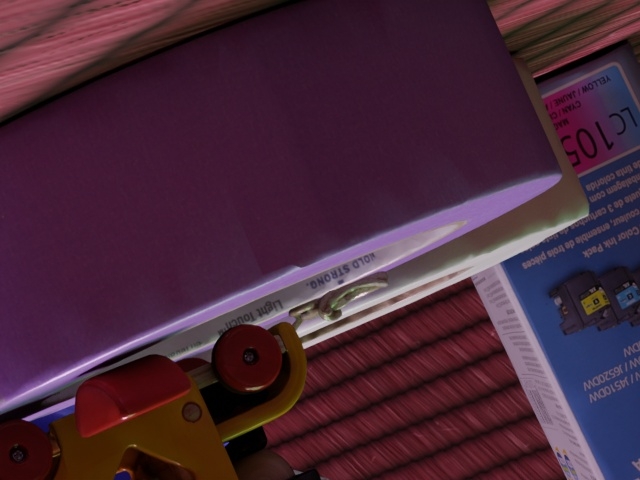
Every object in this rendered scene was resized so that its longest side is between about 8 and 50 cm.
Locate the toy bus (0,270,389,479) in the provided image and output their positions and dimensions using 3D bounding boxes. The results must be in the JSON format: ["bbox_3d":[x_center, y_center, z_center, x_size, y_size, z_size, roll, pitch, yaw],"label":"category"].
[{"bbox_3d":[-0.067,0.106,0.743,0.202,0.104,0.191,-25,176,23],"label":"toy bus"}]

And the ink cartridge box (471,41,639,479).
[{"bbox_3d":[0.219,0.087,1.277,0.151,0.395,0.270,-24,176,0],"label":"ink cartridge box"}]

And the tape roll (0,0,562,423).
[{"bbox_3d":[-0.045,-0.009,0.749,0.275,0.090,0.275,-24,177,-1],"label":"tape roll"}]

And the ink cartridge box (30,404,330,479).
[{"bbox_3d":[-0.131,0.112,0.982,0.223,0.045,0.224,10,169,22],"label":"ink cartridge box"}]

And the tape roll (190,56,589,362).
[{"bbox_3d":[0.000,0.000,1.031,0.286,0.100,0.286,-23,175,-2],"label":"tape roll"}]

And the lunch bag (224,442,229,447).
[{"bbox_3d":[-0.325,0.289,1.956,0.328,0.239,0.385,-25,-177,43],"label":"lunch bag"}]
